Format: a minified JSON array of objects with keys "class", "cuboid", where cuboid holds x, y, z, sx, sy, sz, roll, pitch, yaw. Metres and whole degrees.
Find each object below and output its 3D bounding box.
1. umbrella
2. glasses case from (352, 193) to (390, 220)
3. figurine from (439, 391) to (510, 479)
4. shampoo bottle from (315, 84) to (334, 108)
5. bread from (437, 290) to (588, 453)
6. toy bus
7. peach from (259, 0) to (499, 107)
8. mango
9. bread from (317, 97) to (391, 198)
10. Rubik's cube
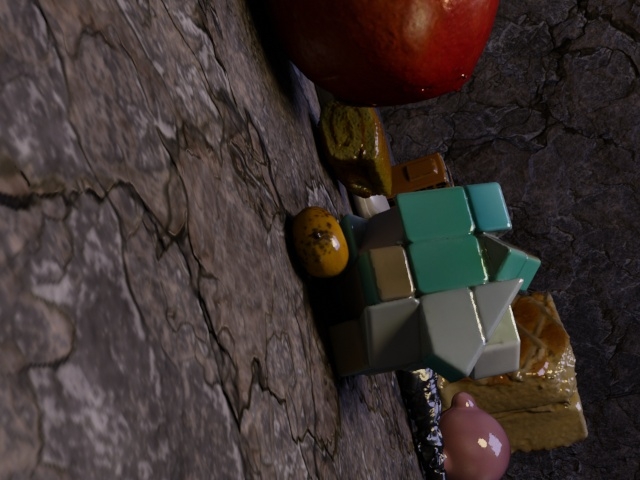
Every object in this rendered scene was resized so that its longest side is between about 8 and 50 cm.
[{"class":"umbrella","cuboid":[0.193,0.333,1.385,0.071,0.080,0.224,143,-61,-63]},{"class":"glasses case","cuboid":[0.105,-0.061,1.499,0.233,0.059,0.092,53,25,-66]},{"class":"figurine","cuboid":[0.280,0.403,1.472,0.173,0.173,0.173,-16,90,-80]},{"class":"shampoo bottle","cuboid":[0.036,-0.276,1.395,0.079,0.080,0.246,7,67,-78]},{"class":"bread","cuboid":[0.460,0.342,1.967,0.390,0.371,0.279,-77,154,-63]},{"class":"toy bus","cuboid":[0.216,-0.132,1.823,0.114,0.201,0.098,57,20,-54]},{"class":"peach","cuboid":[0.085,-0.360,1.023,0.370,0.370,0.369,-16,90,-80]},{"class":"mango","cuboid":[0.000,0.000,0.834,0.114,0.057,0.078,-77,142,-78]},{"class":"bread","cuboid":[0.058,-0.150,1.251,0.172,0.103,0.132,50,26,-70]},{"class":"Rubik's cube","cuboid":[0.133,0.067,0.905,0.224,0.265,0.212,120,-41,-68]}]
